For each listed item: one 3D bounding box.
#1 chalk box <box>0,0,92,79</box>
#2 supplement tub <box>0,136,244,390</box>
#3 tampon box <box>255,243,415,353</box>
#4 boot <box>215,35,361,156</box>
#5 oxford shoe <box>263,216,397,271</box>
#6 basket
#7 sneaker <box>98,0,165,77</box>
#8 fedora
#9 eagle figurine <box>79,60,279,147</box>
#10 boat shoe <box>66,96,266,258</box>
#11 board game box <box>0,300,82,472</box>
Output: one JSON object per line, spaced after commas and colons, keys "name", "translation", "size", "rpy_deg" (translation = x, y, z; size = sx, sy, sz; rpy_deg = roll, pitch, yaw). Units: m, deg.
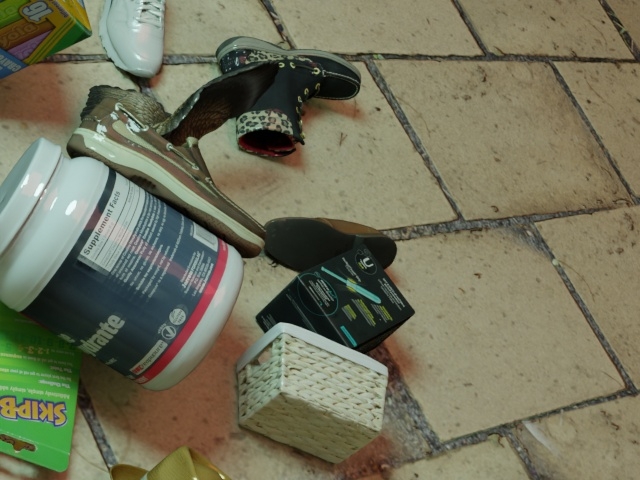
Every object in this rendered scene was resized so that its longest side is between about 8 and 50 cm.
{"name": "chalk box", "translation": [-0.452, -0.293, 1.820], "size": [0.179, 0.289, 0.180], "rpy_deg": [48, 22, -59]}
{"name": "supplement tub", "translation": [-0.241, 0.027, 1.697], "size": [0.272, 0.191, 0.191], "rpy_deg": [33, 39, -17]}
{"name": "tampon box", "translation": [0.020, 0.097, 2.003], "size": [0.120, 0.101, 0.161], "rpy_deg": [54, 37, 10]}
{"name": "boot", "translation": [-0.037, -0.197, 2.237], "size": [0.236, 0.085, 0.178], "rpy_deg": [10, 51, -29]}
{"name": "oxford shoe", "translation": [0.000, 0.000, 2.118], "size": [0.212, 0.076, 0.076], "rpy_deg": [10, 20, -34]}
{"name": "basket", "translation": [-0.012, 0.192, 1.881], "size": [0.167, 0.113, 0.103], "rpy_deg": [26, 46, -24]}
{"name": "sneaker", "translation": [-0.254, -0.333, 2.149], "size": [0.090, 0.095, 0.235], "rpy_deg": [17, 47, -34]}
{"name": "fedora", "translation": [-0.139, 0.278, 1.646], "size": [0.194, 0.079, 0.194], "rpy_deg": [37, 4, -3]}
{"name": "eagle figurine", "translation": [-0.196, -0.132, 1.953], "size": [0.226, 0.225, 0.298], "rpy_deg": [22, 53, -13]}
{"name": "boat shoe", "translation": [-0.162, -0.078, 1.764], "size": [0.257, 0.095, 0.095], "rpy_deg": [33, 71, -16]}
{"name": "board game box", "translation": [-0.329, 0.138, 1.696], "size": [0.124, 0.039, 0.259], "rpy_deg": [24, 39, -25]}
